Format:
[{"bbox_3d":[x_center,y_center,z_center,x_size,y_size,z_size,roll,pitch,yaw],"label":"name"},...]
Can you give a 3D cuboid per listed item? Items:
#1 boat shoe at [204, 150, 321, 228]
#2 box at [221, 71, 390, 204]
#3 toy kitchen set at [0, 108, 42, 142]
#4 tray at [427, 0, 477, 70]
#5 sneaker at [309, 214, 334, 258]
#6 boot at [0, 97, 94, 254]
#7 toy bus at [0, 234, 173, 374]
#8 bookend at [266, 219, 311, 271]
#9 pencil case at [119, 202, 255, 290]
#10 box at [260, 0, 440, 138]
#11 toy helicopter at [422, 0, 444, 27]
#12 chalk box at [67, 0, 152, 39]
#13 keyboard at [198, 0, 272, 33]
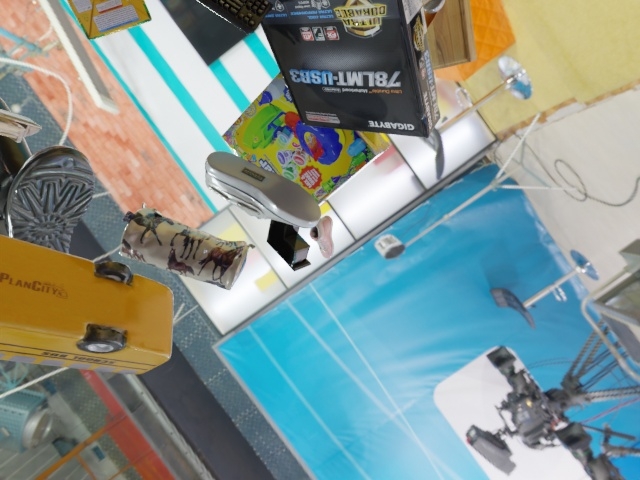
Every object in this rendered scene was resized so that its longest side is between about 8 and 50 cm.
[{"bbox_3d":[-0.126,-0.088,0.930,0.267,0.088,0.096,26,-136,3],"label":"boat shoe"},{"bbox_3d":[-0.034,-0.250,1.125,0.290,0.279,0.177,50,-153,-2],"label":"box"},{"bbox_3d":[-0.389,-0.119,0.532,0.083,0.075,0.068,31,-171,18],"label":"toy kitchen set"},{"bbox_3d":[0.495,-0.916,1.795,0.202,0.076,0.411,5,118,43],"label":"tray"},{"bbox_3d":[0.000,0.000,1.250,0.051,0.070,0.134,24,128,35],"label":"sneaker"},{"bbox_3d":[-0.691,-0.191,1.026,0.146,0.367,0.445,-1,-132,-49],"label":"boot"},{"bbox_3d":[-0.337,0.078,0.529,0.332,0.130,0.108,26,-134,-44],"label":"toy bus"},{"bbox_3d":[-0.087,-0.017,1.389,0.156,0.072,0.157,44,136,31],"label":"bookend"},{"bbox_3d":[-0.427,0.023,1.435,0.410,0.184,0.160,19,180,-2],"label":"pencil case"},{"bbox_3d":[0.046,-0.326,0.783,0.295,0.073,0.293,17,148,34],"label":"box"},{"bbox_3d":[0.312,-0.644,1.058,0.235,0.355,0.140,65,-179,-66],"label":"toy helicopter"},{"bbox_3d":[-0.446,-0.503,0.907,0.213,0.132,0.132,48,160,52],"label":"chalk box"},{"bbox_3d":[-0.162,-0.411,0.704,0.180,0.108,0.023,31,151,-11],"label":"keyboard"}]
